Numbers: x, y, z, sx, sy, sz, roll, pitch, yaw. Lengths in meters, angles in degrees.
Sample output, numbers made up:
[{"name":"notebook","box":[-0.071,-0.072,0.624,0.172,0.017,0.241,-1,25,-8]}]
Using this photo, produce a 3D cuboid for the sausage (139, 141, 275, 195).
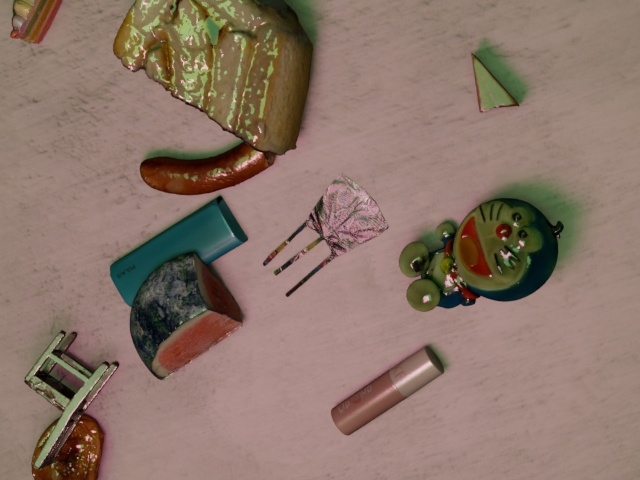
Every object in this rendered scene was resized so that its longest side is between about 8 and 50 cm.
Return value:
[{"name":"sausage","box":[-0.235,-0.152,1.784,0.302,0.076,0.102,-12,91,12]}]

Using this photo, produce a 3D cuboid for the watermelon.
[{"name":"watermelon","box":[-0.286,0.190,1.818,0.226,0.148,0.318,7,123,-23]}]

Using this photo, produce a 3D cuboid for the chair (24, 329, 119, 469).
[{"name":"chair","box":[-0.588,0.347,1.880,0.147,0.136,0.270,34,82,2]}]

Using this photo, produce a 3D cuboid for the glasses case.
[{"name":"glasses case","box":[-0.314,0.030,1.843,0.301,0.070,0.117,-31,93,17]}]

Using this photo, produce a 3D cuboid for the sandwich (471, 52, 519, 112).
[{"name":"sandwich","box":[0.337,-0.309,1.636,0.074,0.074,0.116,-8,99,15]}]

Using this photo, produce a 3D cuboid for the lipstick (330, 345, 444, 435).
[{"name":"lipstick","box":[0.141,0.321,1.807,0.254,0.070,0.070,-37,92,16]}]

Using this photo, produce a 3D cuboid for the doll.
[{"name":"doll","box":[0.323,0.030,1.657,0.322,0.186,0.198,-21,65,32]}]

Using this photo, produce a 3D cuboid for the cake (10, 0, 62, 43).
[{"name":"cake","box":[-0.571,-0.515,1.760,0.090,0.109,0.225,16,104,8]}]

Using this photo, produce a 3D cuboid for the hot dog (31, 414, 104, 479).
[{"name":"hot dog","box":[-0.586,0.519,1.984,0.161,0.099,0.226,11,106,10]}]

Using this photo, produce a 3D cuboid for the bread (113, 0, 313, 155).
[{"name":"bread","box":[-0.163,-0.374,1.640,0.395,0.239,0.264,33,106,1]}]

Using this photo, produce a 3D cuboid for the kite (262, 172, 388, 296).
[{"name":"kite","box":[0.000,0.000,1.798,0.285,0.015,0.152,-42,91,16]}]
